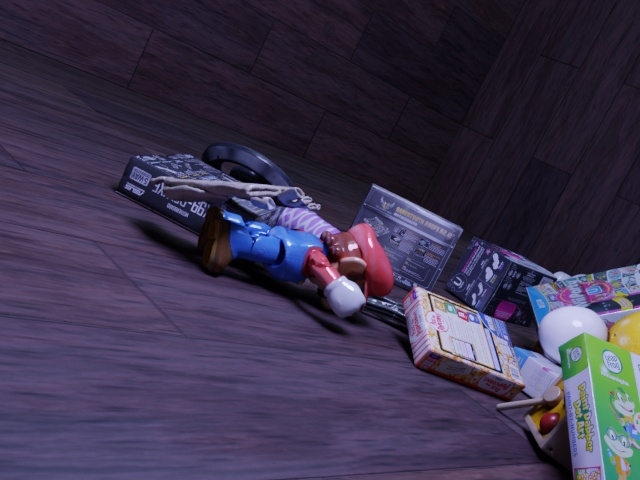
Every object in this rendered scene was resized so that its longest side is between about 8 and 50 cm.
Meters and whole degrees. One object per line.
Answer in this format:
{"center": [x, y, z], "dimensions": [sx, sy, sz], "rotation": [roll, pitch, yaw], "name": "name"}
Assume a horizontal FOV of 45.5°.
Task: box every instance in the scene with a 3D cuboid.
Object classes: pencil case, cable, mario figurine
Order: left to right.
{"center": [-0.036, 0.053, 1.220], "dimensions": [0.321, 0.170, 0.198], "rotation": [13, 50, -17], "name": "mario figurine"}
{"center": [0.000, 0.000, 1.522], "dimensions": [0.088, 0.086, 0.206], "rotation": [6, 26, -45], "name": "pencil case"}
{"center": [0.149, 0.147, 1.363], "dimensions": [0.287, 0.072, 0.139], "rotation": [13, 29, -8], "name": "cable"}

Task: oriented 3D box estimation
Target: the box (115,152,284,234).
{"center": [-0.213, -0.081, 1.457], "dimensions": [0.242, 0.076, 0.307], "rotation": [27, 10, 4], "name": "box"}

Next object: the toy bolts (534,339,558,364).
{"center": [0.597, 0.270, 1.726], "dimensions": [0.218, 0.158, 0.228], "rotation": [-12, 16, 11], "name": "toy bolts"}

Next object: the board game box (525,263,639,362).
{"center": [0.615, 0.152, 1.646], "dimensions": [0.303, 0.097, 0.224], "rotation": [-13, 16, 12], "name": "board game box"}

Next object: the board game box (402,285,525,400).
{"center": [0.235, 0.168, 1.260], "dimensions": [0.194, 0.045, 0.146], "rotation": [23, 35, -21], "name": "board game box"}

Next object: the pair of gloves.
{"center": [-0.131, -0.072, 1.208], "dimensions": [0.204, 0.042, 0.240], "rotation": [7, 3, 26], "name": "pair of gloves"}

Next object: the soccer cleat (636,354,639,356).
{"center": [0.558, 0.307, 1.200], "dimensions": [0.318, 0.108, 0.116], "rotation": [52, 23, 21], "name": "soccer cleat"}

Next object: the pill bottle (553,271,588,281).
{"center": [0.814, 0.219, 2.257], "dimensions": [0.181, 0.181, 0.323], "rotation": [16, 14, -45], "name": "pill bottle"}

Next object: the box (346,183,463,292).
{"center": [0.179, 0.001, 1.737], "dimensions": [0.231, 0.183, 0.056], "rotation": [26, 10, 0], "name": "box"}

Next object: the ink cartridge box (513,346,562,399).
{"center": [0.421, 0.265, 1.348], "dimensions": [0.104, 0.061, 0.181], "rotation": [19, 12, -42], "name": "ink cartridge box"}

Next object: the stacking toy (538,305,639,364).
{"center": [0.634, 0.230, 1.381], "dimensions": [0.480, 0.350, 0.350], "rotation": [21, 9, 8], "name": "stacking toy"}

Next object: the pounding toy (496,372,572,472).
{"center": [0.344, 0.248, 1.098], "dimensions": [0.100, 0.130, 0.141], "rotation": [38, 9, -5], "name": "pounding toy"}

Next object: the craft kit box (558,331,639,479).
{"center": [0.424, 0.269, 0.969], "dimensions": [0.250, 0.061, 0.246], "rotation": [23, 46, -19], "name": "craft kit box"}

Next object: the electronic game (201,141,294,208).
{"center": [-0.152, -0.126, 1.635], "dimensions": [0.229, 0.048, 0.229], "rotation": [23, -28, 13], "name": "electronic game"}

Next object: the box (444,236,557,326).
{"center": [0.474, 0.108, 1.999], "dimensions": [0.247, 0.163, 0.142], "rotation": [17, 15, -45], "name": "box"}
